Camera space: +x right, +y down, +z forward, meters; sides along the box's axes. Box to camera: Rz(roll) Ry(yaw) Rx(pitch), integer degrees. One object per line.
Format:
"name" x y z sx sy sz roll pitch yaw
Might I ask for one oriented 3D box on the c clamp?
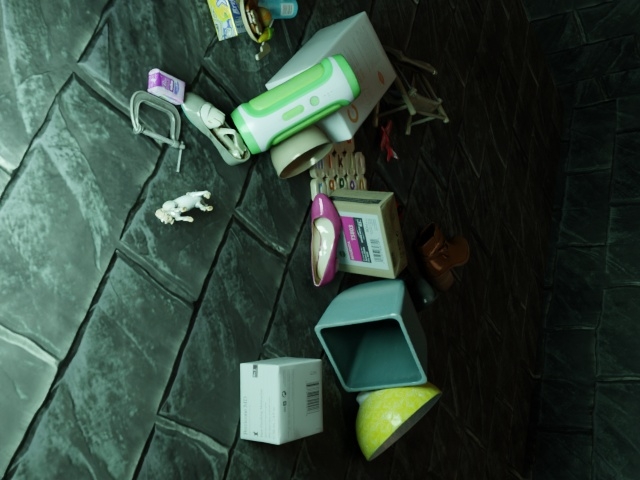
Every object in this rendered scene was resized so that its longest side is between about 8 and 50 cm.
"c clamp" -0.339 -0.236 1.434 0.160 0.022 0.137 26 65 -52

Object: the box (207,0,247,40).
"box" -0.226 -0.562 1.603 0.054 0.059 0.169 -36 115 -53

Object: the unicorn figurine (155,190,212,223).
"unicorn figurine" -0.277 -0.076 1.450 0.162 0.111 0.060 -10 104 -41

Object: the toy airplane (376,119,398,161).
"toy airplane" 0.219 -0.325 2.248 0.151 0.028 0.151 23 63 -56

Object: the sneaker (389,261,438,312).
"sneaker" 0.262 0.124 2.108 0.109 0.286 0.130 -40 116 -1

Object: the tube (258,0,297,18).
"tube" -0.150 -0.587 1.719 0.207 0.052 0.080 -16 95 -41

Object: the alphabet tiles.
"alphabet tiles" 0.055 -0.187 2.001 0.284 0.021 0.278 -12 99 -55

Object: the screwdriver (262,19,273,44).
"screwdriver" -0.125 -0.576 1.786 0.025 0.024 0.170 85 21 -60

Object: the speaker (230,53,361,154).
"speaker" -0.058 -0.322 1.616 0.131 0.296 0.131 61 -1 2

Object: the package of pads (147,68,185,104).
"package of pads" -0.326 -0.327 1.455 0.083 0.032 0.050 18 69 -53

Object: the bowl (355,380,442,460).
"bowl" 0.194 0.482 1.978 0.156 0.289 0.289 46 29 20

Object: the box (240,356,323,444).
"box" -0.091 0.377 1.636 0.182 0.119 0.181 5 82 -54

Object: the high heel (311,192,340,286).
"high heel" 0.000 0.000 1.849 0.117 0.082 0.244 -41 132 -61

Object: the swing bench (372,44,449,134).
"swing bench" 0.270 -0.493 2.202 0.253 0.165 0.255 -4 82 -55

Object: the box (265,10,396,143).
"box" 0.039 -0.436 1.863 0.215 0.168 0.345 59 42 -25

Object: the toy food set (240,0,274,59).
"toy food set" -0.151 -0.538 1.636 0.132 0.038 0.192 -69 144 -59

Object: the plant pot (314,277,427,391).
"plant pot" 0.165 0.242 1.935 0.248 0.247 0.252 66 26 -26

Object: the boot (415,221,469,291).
"boot" 0.435 0.018 2.475 0.283 0.109 0.220 -53 124 -35

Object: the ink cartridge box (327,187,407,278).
"ink cartridge box" 0.125 -0.020 1.907 0.088 0.193 0.235 -43 128 -43

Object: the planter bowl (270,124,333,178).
"planter bowl" -0.064 -0.246 1.738 0.162 0.162 0.109 -19 75 -55

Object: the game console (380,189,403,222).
"game console" 0.203 -0.069 2.208 0.144 0.085 0.124 -52 158 -44

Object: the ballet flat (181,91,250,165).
"ballet flat" -0.230 -0.258 1.554 0.213 0.068 0.072 53 47 -37
